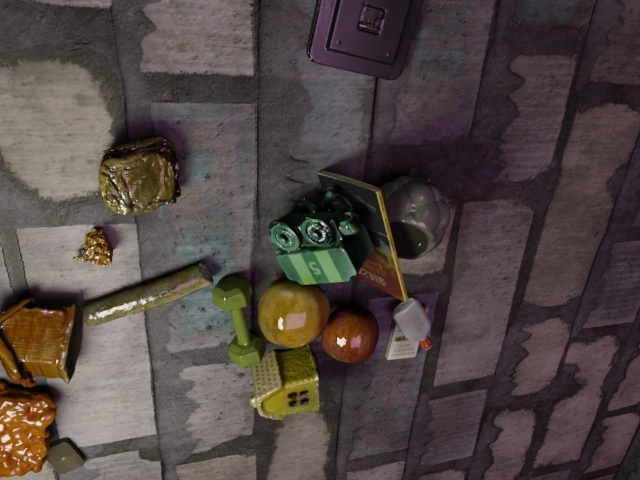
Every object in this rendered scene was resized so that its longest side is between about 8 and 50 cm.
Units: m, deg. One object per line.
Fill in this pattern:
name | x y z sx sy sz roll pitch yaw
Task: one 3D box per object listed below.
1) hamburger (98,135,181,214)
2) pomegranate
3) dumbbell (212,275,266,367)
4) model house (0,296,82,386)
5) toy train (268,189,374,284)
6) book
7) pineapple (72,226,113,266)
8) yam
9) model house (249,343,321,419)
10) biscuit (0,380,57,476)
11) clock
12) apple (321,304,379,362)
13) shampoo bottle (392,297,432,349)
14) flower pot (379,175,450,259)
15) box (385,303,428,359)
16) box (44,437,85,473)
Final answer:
hamburger | -0.463 -0.167 1.293 0.206 0.130 0.183 -21 124 -29
pomegranate | -0.081 0.223 1.555 0.233 0.233 0.233 -8 119 -14
dumbbell | -0.249 0.255 1.577 0.108 0.121 0.302 1 120 14
model house | -0.788 0.280 1.389 0.229 0.220 0.199 12 154 -18
toy train | 0.000 0.000 1.440 0.167 0.299 0.238 -48 121 -41
book | 0.123 -0.015 1.473 0.028 0.262 0.374 -34 124 -24
pineapple | -0.613 0.027 1.376 0.114 0.077 0.114 -18 87 4
yam | -0.496 0.160 1.468 0.371 0.083 0.083 -21 121 -6
model house | -0.124 0.466 1.682 0.234 0.193 0.175 -3 118 -13
biscuit | -0.965 0.564 1.502 0.318 0.110 0.312 12 113 -21
clock | 0.121 -0.569 1.300 0.278 0.049 0.273 5 114 -21
apple | 0.100 0.304 1.671 0.188 0.188 0.174 12 101 -23
shampoo bottle | 0.336 0.300 1.784 0.108 0.051 0.221 -36 120 -3
flower pot | 0.257 -0.070 1.495 0.246 0.195 0.246 14 142 11
box | 0.313 0.333 1.844 0.122 0.032 0.220 -1 116 -18
box | -0.840 0.705 1.665 0.091 0.031 0.126 -24 121 -5
